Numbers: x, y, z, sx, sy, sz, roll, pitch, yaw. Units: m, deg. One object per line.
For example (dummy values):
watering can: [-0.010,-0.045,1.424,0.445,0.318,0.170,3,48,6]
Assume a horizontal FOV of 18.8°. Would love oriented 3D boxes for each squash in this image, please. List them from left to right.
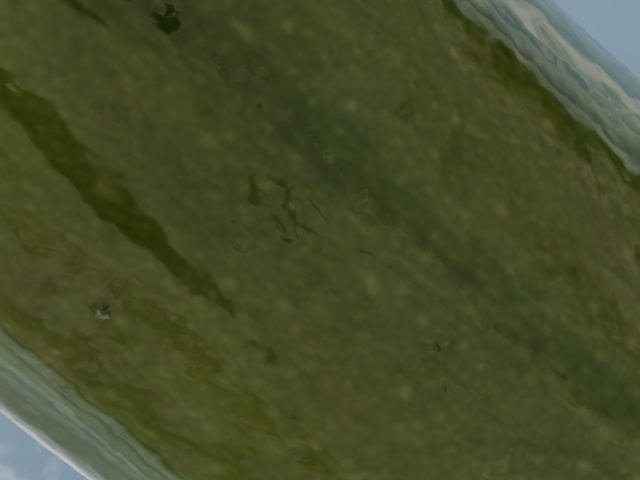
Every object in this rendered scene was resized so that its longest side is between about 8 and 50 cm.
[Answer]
squash: [0.000,0.000,0.759,0.384,0.263,0.263,41,-88,-19]
